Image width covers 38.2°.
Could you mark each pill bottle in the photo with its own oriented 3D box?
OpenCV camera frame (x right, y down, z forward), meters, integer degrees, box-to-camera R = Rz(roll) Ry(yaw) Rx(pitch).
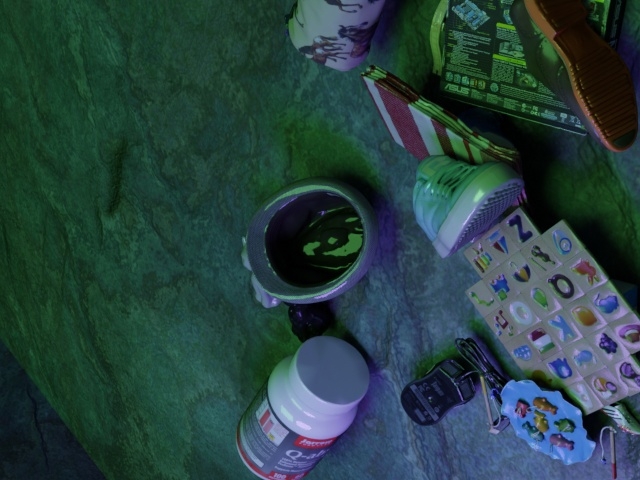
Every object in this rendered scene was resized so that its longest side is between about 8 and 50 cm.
[{"bbox_3d":[-0.041,0.378,2.063,0.210,0.210,0.363,51,139,18],"label":"pill bottle"}]

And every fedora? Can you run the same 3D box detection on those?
[{"bbox_3d":[0.000,0.000,1.853,0.275,0.124,0.243,-28,78,19],"label":"fedora"}]

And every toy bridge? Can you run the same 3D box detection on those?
[{"bbox_3d":[0.211,-0.362,1.529,0.026,0.063,0.188,35,132,34],"label":"toy bridge"}]

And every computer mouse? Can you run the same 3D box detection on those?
[{"bbox_3d":[0.278,0.305,1.793,0.184,0.060,0.262,49,134,12],"label":"computer mouse"}]

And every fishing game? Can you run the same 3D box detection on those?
[{"bbox_3d":[0.388,0.321,1.601,0.264,0.041,0.189,21,138,38],"label":"fishing game"}]

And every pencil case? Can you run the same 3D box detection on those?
[{"bbox_3d":[0.043,-0.467,1.512,0.183,0.160,0.410,61,159,20],"label":"pencil case"}]

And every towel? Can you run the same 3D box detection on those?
[{"bbox_3d":[0.218,-0.156,1.551,0.329,0.037,0.237,39,172,31],"label":"towel"}]

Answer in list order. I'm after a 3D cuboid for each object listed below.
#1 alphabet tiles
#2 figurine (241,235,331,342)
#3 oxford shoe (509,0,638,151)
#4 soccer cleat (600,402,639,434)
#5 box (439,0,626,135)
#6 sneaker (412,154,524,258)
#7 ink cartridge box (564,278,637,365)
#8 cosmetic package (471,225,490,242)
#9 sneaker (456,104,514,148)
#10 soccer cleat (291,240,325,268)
[{"bbox_3d":[0.380,0.119,1.506,0.342,0.011,0.285,55,144,9],"label":"alphabet tiles"},{"bbox_3d":[-0.086,0.096,2.003,0.215,0.092,0.209,40,165,30],"label":"figurine"},{"bbox_3d":[0.360,-0.243,1.318,0.271,0.097,0.098,64,157,4],"label":"oxford shoe"},{"bbox_3d":[0.504,0.291,1.544,0.083,0.029,0.035,41,139,35],"label":"soccer cleat"},{"bbox_3d":[0.318,-0.301,1.423,0.270,0.060,0.216,22,123,35],"label":"box"},{"bbox_3d":[0.203,-0.072,1.454,0.150,0.135,0.366,52,168,8],"label":"sneaker"},{"bbox_3d":[0.454,0.152,1.506,0.104,0.060,0.180,15,119,45],"label":"ink cartridge box"},{"bbox_3d":[0.251,-0.055,1.651,0.115,0.041,0.060,44,137,26],"label":"cosmetic package"},{"bbox_3d":[0.279,-0.189,1.511,0.058,0.084,0.152,47,171,-32],"label":"sneaker"},{"bbox_3d":[-0.025,0.022,1.961,0.248,0.095,0.083,43,135,27],"label":"soccer cleat"}]
